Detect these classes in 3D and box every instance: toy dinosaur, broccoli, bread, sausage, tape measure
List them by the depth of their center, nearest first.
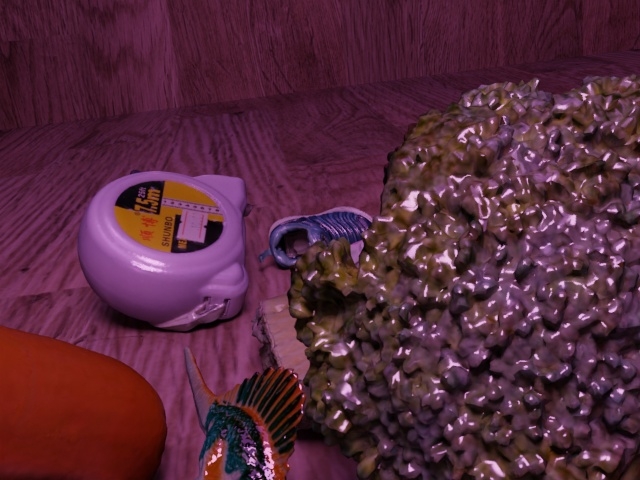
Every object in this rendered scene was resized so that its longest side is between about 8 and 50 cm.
[{"bbox_3d":[-0.223,0.087,0.425,0.094,0.348,0.097,-39,50,23],"label":"sausage"},{"bbox_3d":[-0.043,0.110,0.441,0.106,0.044,0.187,-41,33,27],"label":"toy dinosaur"},{"bbox_3d":[0.128,0.047,0.460,0.288,0.260,0.235,-9,33,-1],"label":"broccoli"},{"bbox_3d":[0.010,0.086,0.648,0.172,0.064,0.232,4,19,29],"label":"bread"},{"bbox_3d":[-0.164,0.006,0.832,0.178,0.105,0.196,12,41,-10],"label":"tape measure"}]

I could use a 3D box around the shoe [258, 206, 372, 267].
[{"bbox_3d":[0.000,0.000,0.912,0.143,0.064,0.071,-3,18,18],"label":"shoe"}]

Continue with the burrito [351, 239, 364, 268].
[{"bbox_3d":[0.117,0.021,0.812,0.203,0.064,0.064,-4,19,7],"label":"burrito"}]
